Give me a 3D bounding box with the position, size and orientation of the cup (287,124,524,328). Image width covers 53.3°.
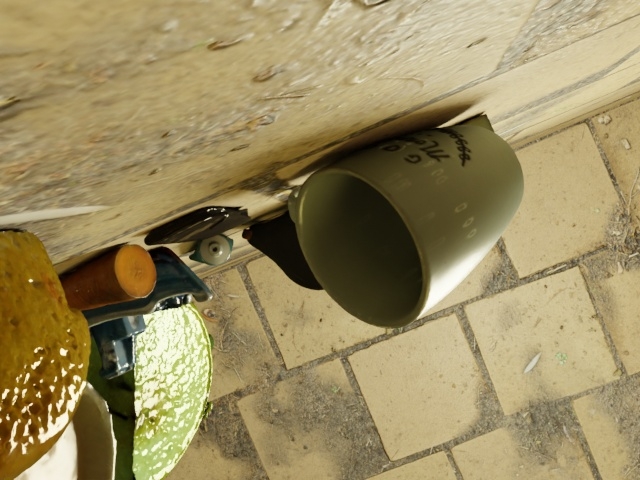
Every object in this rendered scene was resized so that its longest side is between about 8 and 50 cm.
[{"bbox_3d":[0.089,-0.044,0.755,0.258,0.186,0.234,17,-143,41],"label":"cup"}]

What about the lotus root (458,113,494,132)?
[{"bbox_3d":[0.177,-0.113,0.911,0.144,0.070,0.143,-22,179,11],"label":"lotus root"}]

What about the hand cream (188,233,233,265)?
[{"bbox_3d":[-0.175,0.014,1.029,0.083,0.048,0.224,-25,-176,-10],"label":"hand cream"}]

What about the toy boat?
[{"bbox_3d":[-0.281,0.113,0.894,0.309,0.142,0.129,-22,177,22],"label":"toy boat"}]

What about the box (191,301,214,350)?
[{"bbox_3d":[-0.399,0.220,1.345,0.329,0.252,0.178,-22,-172,15],"label":"box"}]

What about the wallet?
[{"bbox_3d":[-0.135,-0.017,0.732,0.082,0.018,0.157,-23,178,10],"label":"wallet"}]

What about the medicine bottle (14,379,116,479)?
[{"bbox_3d":[-0.433,0.233,0.614,0.406,0.235,0.236,-5,-175,21],"label":"medicine bottle"}]

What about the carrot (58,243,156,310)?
[{"bbox_3d":[-0.282,0.059,0.729,0.210,0.061,0.061,-17,-178,29],"label":"carrot"}]

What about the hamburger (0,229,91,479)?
[{"bbox_3d":[-0.241,0.093,0.344,0.144,0.156,0.283,-22,-179,15],"label":"hamburger"}]

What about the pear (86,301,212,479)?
[{"bbox_3d":[-0.374,0.230,1.136,0.318,0.342,0.238,7,-172,25],"label":"pear"}]

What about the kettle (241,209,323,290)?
[{"bbox_3d":[0.000,0.000,1.085,0.241,0.165,0.255,7,-173,15],"label":"kettle"}]
